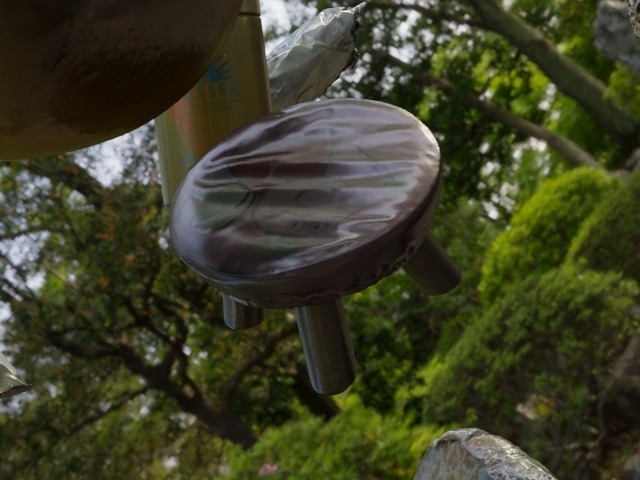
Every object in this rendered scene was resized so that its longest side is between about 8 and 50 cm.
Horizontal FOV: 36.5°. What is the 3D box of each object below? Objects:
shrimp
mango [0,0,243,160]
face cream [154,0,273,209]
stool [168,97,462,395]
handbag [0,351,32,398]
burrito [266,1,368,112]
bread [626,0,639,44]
[{"bbox_3d":[0.239,0.366,1.099,0.110,0.445,0.221,12,-84,-32],"label":"shrimp"},{"bbox_3d":[-0.218,-0.232,0.815,0.445,0.220,0.301,-41,-59,-52],"label":"mango"},{"bbox_3d":[-0.129,-0.183,1.124,0.067,0.139,0.285,2,-99,-86],"label":"face cream"},{"bbox_3d":[0.000,0.000,0.977,0.272,0.272,0.178,-49,-41,-31],"label":"stool"},{"bbox_3d":[-0.609,0.158,1.395,0.253,0.315,0.109,8,-73,-55],"label":"handbag"},{"bbox_3d":[-0.061,-0.250,1.557,0.445,0.101,0.139,-44,-22,-29],"label":"burrito"},{"bbox_3d":[0.248,-0.120,0.366,0.159,0.305,0.305,-41,-23,-38],"label":"bread"}]
